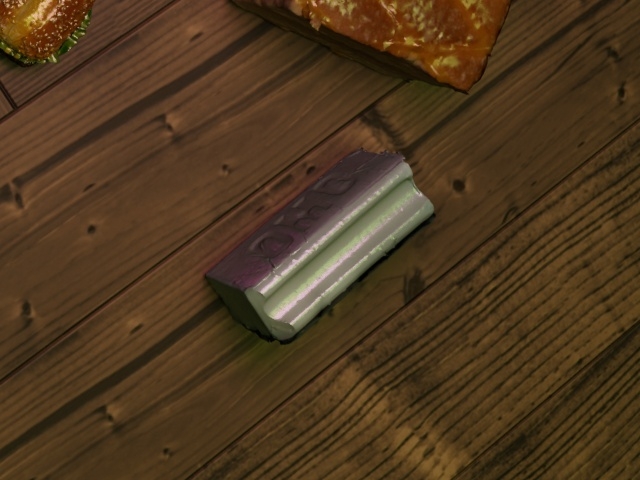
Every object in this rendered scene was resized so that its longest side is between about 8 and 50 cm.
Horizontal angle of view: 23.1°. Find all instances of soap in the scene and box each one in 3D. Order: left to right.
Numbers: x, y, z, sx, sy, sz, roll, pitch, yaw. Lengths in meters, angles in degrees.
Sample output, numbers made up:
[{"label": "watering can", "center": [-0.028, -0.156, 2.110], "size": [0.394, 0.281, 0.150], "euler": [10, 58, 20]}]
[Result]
[{"label": "soap", "center": [0.000, 0.000, 1.875], "size": [0.261, 0.150, 0.094], "euler": [-41, 118, -15]}]

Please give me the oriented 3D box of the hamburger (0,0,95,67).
[{"label": "hamburger", "center": [-0.301, -0.274, 1.707], "size": [0.137, 0.087, 0.166], "euler": [43, 79, -27]}]

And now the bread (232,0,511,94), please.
[{"label": "bread", "center": [0.080, -0.347, 1.819], "size": [0.279, 0.207, 0.279], "euler": [18, 92, -27]}]
